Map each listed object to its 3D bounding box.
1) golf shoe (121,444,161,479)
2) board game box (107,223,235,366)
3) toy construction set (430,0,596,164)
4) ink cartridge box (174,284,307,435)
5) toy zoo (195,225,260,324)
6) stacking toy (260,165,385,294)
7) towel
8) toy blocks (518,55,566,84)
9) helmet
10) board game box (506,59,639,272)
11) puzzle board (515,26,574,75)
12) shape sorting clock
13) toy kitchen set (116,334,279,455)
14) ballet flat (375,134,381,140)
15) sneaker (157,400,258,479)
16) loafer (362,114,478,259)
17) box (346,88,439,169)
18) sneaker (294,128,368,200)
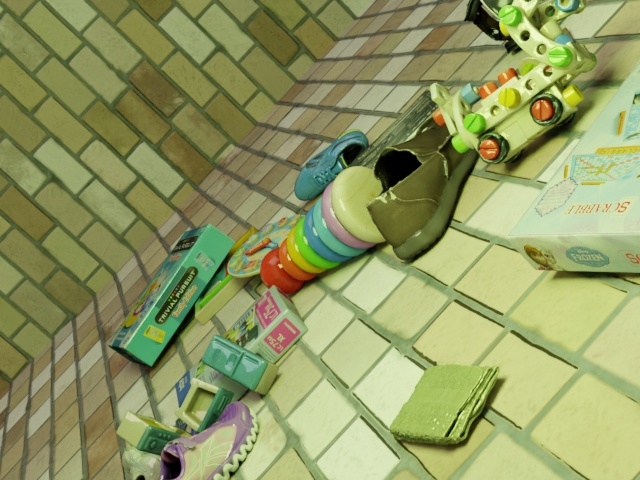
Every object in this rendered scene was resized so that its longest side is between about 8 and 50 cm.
[{"bbox_3d":[-0.306,0.395,1.940,0.176,0.069,0.086,-30,33,58],"label":"golf shoe"},{"bbox_3d":[-0.349,0.125,2.627,0.336,0.079,0.254,-57,14,-14],"label":"board game box"},{"bbox_3d":[0.282,-0.243,1.729,0.151,0.215,0.327,-16,-19,-42],"label":"toy construction set"},{"bbox_3d":[-0.160,0.223,1.999,0.311,0.065,0.186,-47,14,2],"label":"ink cartridge box"},{"bbox_3d":[-0.207,0.068,2.581,0.192,0.030,0.293,-44,15,9],"label":"toy zoo"},{"bbox_3d":[0.000,0.000,2.035,0.330,0.141,0.141,-38,16,47],"label":"stacking toy"},{"bbox_3d":[0.143,0.190,1.321,0.110,0.027,0.148,-53,18,-22],"label":"towel"},{"bbox_3d":[0.349,-0.250,1.860,0.123,0.054,0.148,-26,25,50],"label":"toy blocks"},{"bbox_3d":[0.361,-0.449,2.138,0.169,0.169,0.161,-54,0,-27],"label":"helmet"},{"bbox_3d":[0.402,-0.100,1.269,0.318,0.066,0.318,-50,19,-16],"label":"board game box"},{"bbox_3d":[0.391,-0.318,2.005,0.128,0.011,0.096,-41,17,20],"label":"puzzle board"},{"bbox_3d":[-0.107,0.009,2.382,0.206,0.040,0.206,-28,26,15],"label":"shape sorting clock"},{"bbox_3d":[-0.194,0.252,1.805,0.122,0.166,0.207,23,84,33],"label":"toy kitchen set"},{"bbox_3d":[0.128,-0.195,2.345,0.041,0.041,0.114,-34,19,37],"label":"ballet flat"},{"bbox_3d":[-0.181,0.323,1.706,0.095,0.104,0.236,-31,20,48],"label":"sneaker"},{"bbox_3d":[0.165,-0.123,1.875,0.134,0.130,0.366,-36,18,32],"label":"loafer"},{"bbox_3d":[0.159,-0.182,2.193,0.231,0.056,0.183,-44,14,5],"label":"box"},{"bbox_3d":[0.021,-0.158,2.483,0.209,0.069,0.082,-42,19,15],"label":"sneaker"}]
